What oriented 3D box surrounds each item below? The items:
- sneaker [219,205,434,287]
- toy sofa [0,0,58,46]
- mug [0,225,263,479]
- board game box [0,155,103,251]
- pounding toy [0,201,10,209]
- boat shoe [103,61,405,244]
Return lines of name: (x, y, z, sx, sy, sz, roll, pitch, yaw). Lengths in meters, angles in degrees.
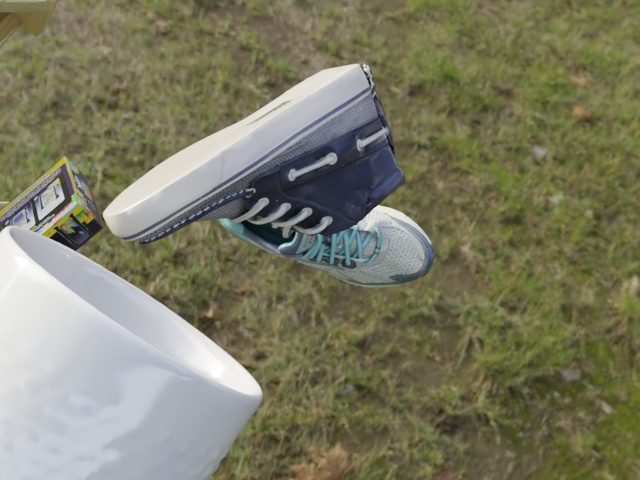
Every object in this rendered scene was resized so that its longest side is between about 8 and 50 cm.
sneaker: (0.000, 0.000, 1.225, 0.283, 0.110, 0.122, 15, 11, 7)
toy sofa: (-0.507, -0.221, 1.221, 0.177, 0.150, 0.362, 39, 69, -14)
mug: (-0.265, 0.191, 0.921, 0.276, 0.328, 0.374, 35, -2, -14)
board game box: (-0.352, -0.008, 1.202, 0.170, 0.048, 0.141, -39, 34, 3)
pounding toy: (-0.601, 0.023, 1.779, 0.155, 0.269, 0.154, -16, 66, -5)
boat shoe: (-0.050, -0.051, 1.039, 0.340, 0.158, 0.127, -34, 19, -24)
